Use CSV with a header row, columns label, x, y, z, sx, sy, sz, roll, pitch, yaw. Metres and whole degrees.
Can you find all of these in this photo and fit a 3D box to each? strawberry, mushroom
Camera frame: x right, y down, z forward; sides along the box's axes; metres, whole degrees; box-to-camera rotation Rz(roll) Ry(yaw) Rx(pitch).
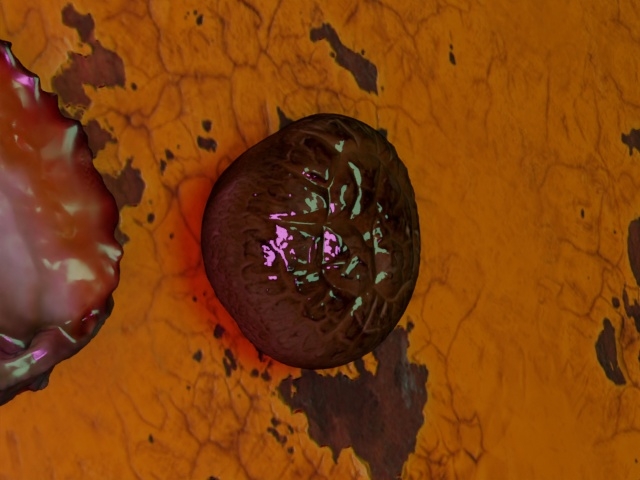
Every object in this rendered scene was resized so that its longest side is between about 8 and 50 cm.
label,x,y,z,sx,sy,sz,roll,pitch,yaw
strawberry,-0.302,-0.030,1.055,0.265,0.149,0.336,-17,81,-40
mushroom,0.000,0.000,1.329,0.253,0.153,0.253,1,88,-48
